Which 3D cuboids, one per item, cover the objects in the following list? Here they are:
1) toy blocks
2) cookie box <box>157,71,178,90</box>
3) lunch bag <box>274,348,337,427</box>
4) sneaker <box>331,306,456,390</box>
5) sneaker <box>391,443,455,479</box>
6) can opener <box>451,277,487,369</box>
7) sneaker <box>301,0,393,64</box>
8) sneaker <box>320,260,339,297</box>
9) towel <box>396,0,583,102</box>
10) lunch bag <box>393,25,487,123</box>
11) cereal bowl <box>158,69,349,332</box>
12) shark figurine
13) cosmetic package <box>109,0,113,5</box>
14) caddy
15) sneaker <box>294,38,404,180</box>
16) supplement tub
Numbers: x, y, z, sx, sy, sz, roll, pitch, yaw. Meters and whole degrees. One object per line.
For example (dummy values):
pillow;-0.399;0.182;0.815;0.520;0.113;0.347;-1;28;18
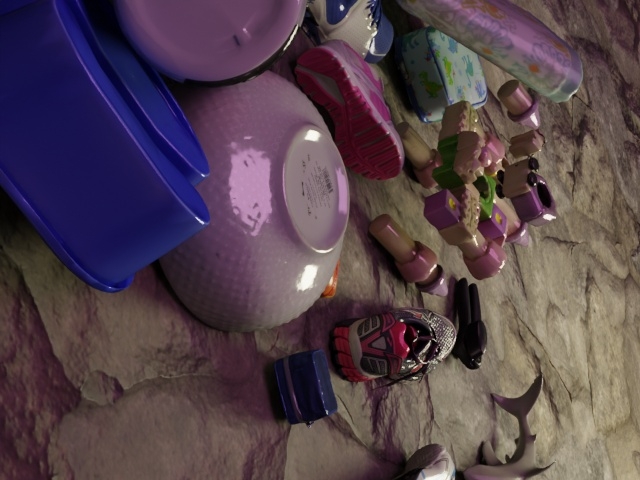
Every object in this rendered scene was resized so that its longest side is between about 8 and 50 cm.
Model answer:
toy blocks;0.283;-0.060;1.915;0.260;0.309;0.288;46;41;-31
cookie box;-0.175;-0.236;1.495;0.092;0.040;0.107;46;41;-43
lunch bag;-0.022;0.196;1.537;0.067;0.065;0.098;7;69;-75
sneaker;0.137;0.159;1.771;0.299;0.112;0.120;-5;81;-60
sneaker;0.138;0.369;1.702;0.237;0.085;0.086;-24;87;-59
can opener;0.262;0.144;2.044;0.059;0.073;0.186;43;33;-31
sneaker;0.052;-0.382;1.803;0.315;0.182;0.127;31;53;-50
sneaker;0.000;0.000;1.682;0.067;0.064;0.175;63;31;-59
towel;0.255;-0.376;1.975;0.321;0.090;0.374;25;19;-16
lunch bag;0.223;-0.304;2.144;0.219;0.090;0.176;-28;99;-60
cereal bowl;-0.063;-0.057;1.466;0.339;0.141;0.338;17;70;-57
shark figurine;0.354;0.368;2.018;0.166;0.116;0.278;54;38;-11
cosmetic package;-0.308;-0.357;1.269;0.238;0.107;0.127;36;46;-45
caddy;-0.255;-0.108;1.180;0.341;0.179;0.241;57;10;-27
sneaker;0.063;-0.210;1.823;0.252;0.103;0.111;61;35;-24
supplement tub;-0.112;-0.265;1.274;0.316;0.194;0.193;-107;177;-81
